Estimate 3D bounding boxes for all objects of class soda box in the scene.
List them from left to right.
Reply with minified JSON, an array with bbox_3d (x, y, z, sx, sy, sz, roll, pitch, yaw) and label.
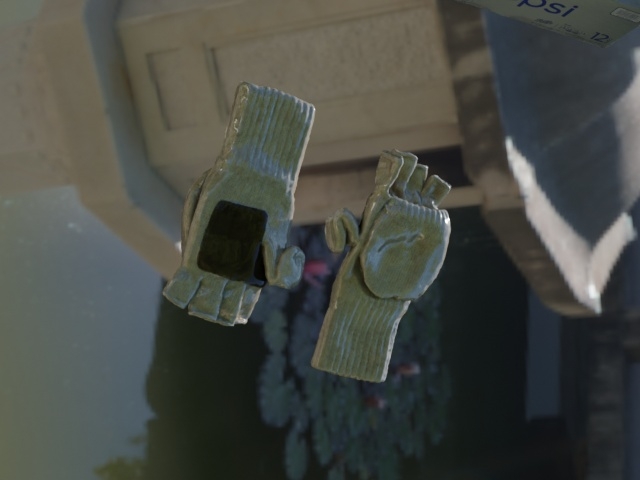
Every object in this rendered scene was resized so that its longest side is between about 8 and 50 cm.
[{"bbox_3d":[0.172,-0.276,1.145,0.091,0.286,0.098,148,-46,-67],"label":"soda box"}]

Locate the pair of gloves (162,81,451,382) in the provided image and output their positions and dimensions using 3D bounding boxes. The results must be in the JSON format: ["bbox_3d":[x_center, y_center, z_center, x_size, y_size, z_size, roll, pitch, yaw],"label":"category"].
[{"bbox_3d":[0.000,0.000,1.035,0.240,0.042,0.204,25,87,-26],"label":"pair of gloves"}]
